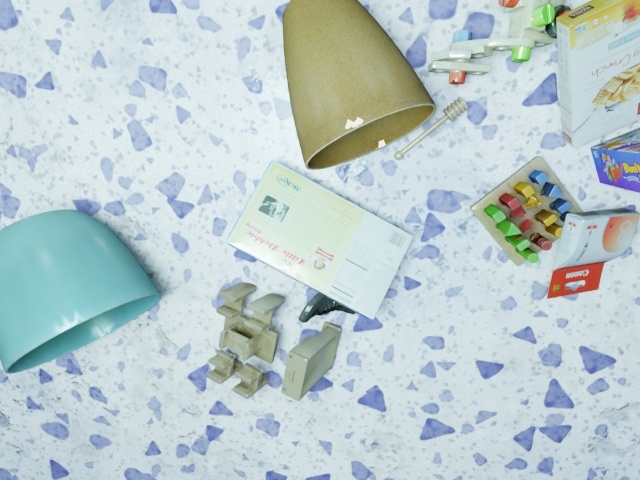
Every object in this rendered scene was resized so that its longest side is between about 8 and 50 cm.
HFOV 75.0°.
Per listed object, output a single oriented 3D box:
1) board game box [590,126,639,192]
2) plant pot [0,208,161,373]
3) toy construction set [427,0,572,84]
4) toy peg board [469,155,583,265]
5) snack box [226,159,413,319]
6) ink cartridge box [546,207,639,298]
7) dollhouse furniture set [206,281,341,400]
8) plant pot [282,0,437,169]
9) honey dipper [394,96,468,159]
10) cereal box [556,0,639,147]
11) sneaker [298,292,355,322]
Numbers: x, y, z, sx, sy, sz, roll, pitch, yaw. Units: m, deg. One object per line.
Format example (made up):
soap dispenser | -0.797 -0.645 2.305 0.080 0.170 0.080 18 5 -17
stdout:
board game box | 0.673 -0.176 0.657 0.347 0.233 0.078 -22 103 11
plant pot | -0.512 0.082 0.831 0.293 0.293 0.235 -32 85 13
toy construction set | 0.296 -0.416 0.668 0.215 0.151 0.328 -1 116 -19
toy peg board | 0.409 -0.046 0.801 0.160 0.079 0.161 -40 99 15
snack box | 0.000 0.000 0.829 0.322 0.060 0.187 29 81 -3
ink cartridge box | 0.518 0.032 0.797 0.145 0.045 0.179 -6 110 -18
dollhouse furniture set | -0.102 0.223 0.923 0.242 0.161 0.212 19 108 23
plant pot | 0.035 -0.284 0.709 0.237 0.237 0.254 -23 89 12
honey dipper | 0.208 -0.209 0.800 0.160 0.030 0.030 -40 99 17
cereal box | 0.488 -0.287 0.683 0.173 0.047 0.240 -25 132 12
sneaker | 0.040 0.128 0.872 0.089 0.051 0.170 40 68 11
